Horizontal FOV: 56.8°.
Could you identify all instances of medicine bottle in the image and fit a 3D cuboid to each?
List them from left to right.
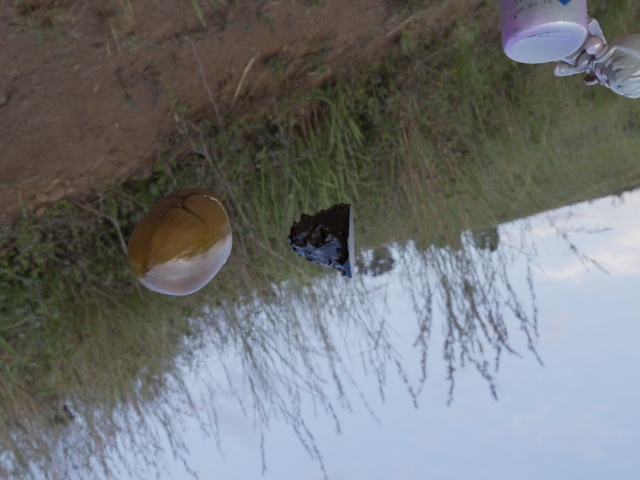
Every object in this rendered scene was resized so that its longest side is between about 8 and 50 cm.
[{"bbox_3d":[0.405,-0.472,1.089,0.152,0.254,0.152,0,169,0],"label":"medicine bottle"}]

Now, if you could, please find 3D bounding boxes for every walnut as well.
[{"bbox_3d":[-0.292,-0.011,1.279,0.203,0.203,0.297,-7,-143,19],"label":"walnut"}]

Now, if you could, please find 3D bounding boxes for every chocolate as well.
[{"bbox_3d":[0.000,0.000,1.193,0.133,0.156,0.156,-2,-163,9],"label":"chocolate"}]

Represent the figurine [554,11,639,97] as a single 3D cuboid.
[{"bbox_3d":[0.631,-0.379,1.259,0.145,0.182,0.256,-31,-139,-3],"label":"figurine"}]
